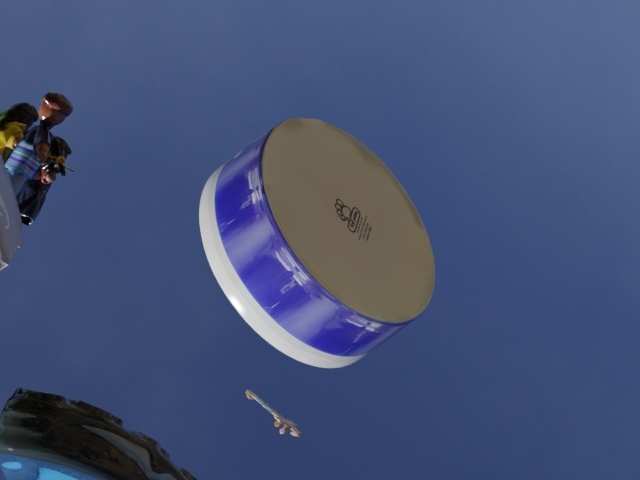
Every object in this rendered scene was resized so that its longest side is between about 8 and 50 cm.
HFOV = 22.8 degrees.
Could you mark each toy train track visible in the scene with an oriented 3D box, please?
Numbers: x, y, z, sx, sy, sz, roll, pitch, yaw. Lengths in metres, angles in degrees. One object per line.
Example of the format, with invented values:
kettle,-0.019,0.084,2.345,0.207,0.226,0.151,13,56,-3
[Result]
toy train track,-0.056,0.200,1.806,0.083,0.014,0.048,38,-176,26

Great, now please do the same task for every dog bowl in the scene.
dog bowl,0.000,0.000,1.741,0.265,0.104,0.265,31,-141,-30

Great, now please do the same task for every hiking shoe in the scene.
hiking shoe,-0.123,0.218,0.926,0.113,0.304,0.132,6,-135,30

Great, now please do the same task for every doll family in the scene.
doll family,-0.238,-0.061,1.239,0.076,0.111,0.193,39,169,-34

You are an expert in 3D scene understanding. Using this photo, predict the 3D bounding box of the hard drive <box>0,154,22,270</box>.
hard drive,-0.218,-0.078,0.547,0.254,0.172,0.054,61,-155,-7
